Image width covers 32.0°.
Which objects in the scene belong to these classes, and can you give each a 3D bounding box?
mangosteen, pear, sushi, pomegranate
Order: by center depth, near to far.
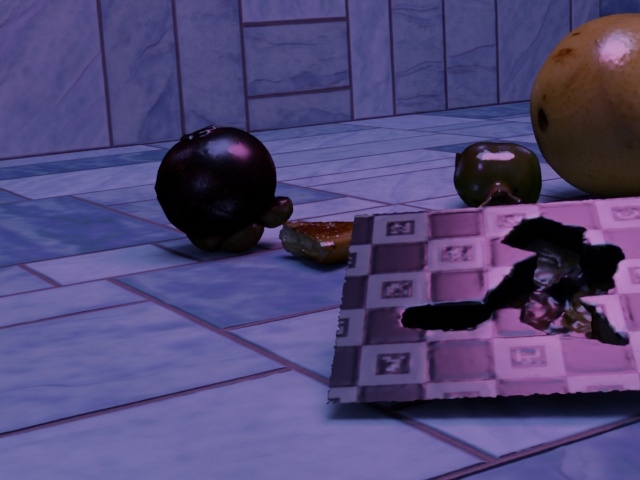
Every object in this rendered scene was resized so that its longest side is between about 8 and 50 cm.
[{"bbox_3d":[0.200,0.072,1.126,0.359,0.064,0.343,-3,30,8],"label":"sushi"},{"bbox_3d":[-0.159,-0.081,1.760,0.209,0.210,0.210,-3,11,1],"label":"mangosteen"},{"bbox_3d":[0.301,-0.086,1.870,0.152,0.131,0.191,2,34,0],"label":"pomegranate"},{"bbox_3d":[0.543,-0.238,1.998,0.348,0.348,0.348,-3,11,1],"label":"pear"}]

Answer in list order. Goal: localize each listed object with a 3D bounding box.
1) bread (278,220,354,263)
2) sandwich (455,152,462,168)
[{"bbox_3d":[0.025,-0.001,1.661,0.136,0.054,0.154,-11,19,-27],"label":"bread"},{"bbox_3d":[0.316,-0.126,2.075,0.094,0.096,0.258,-2,0,22],"label":"sandwich"}]
